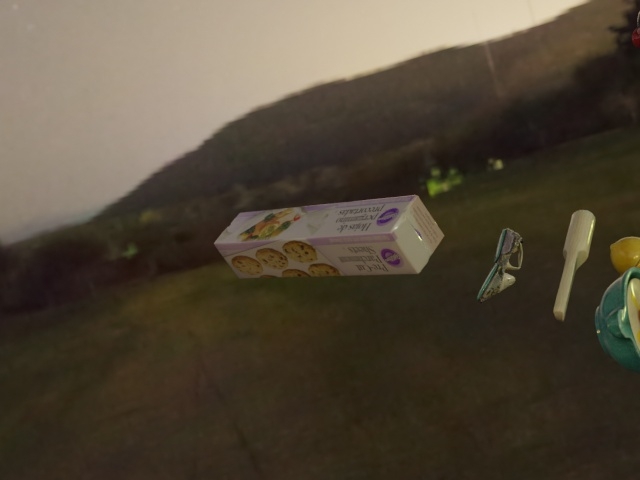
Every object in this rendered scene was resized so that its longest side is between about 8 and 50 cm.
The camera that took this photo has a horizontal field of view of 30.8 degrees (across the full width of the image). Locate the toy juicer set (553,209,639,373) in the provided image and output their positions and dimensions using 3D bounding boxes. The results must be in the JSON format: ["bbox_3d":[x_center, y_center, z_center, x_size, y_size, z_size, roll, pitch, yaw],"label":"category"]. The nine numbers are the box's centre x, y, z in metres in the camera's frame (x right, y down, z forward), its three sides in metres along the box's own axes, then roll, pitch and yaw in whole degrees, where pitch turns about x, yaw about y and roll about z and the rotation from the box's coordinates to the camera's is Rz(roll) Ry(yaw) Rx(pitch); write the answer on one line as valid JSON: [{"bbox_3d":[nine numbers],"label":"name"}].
[{"bbox_3d":[0.383,0.067,1.400,0.090,0.209,0.329,-17,-40,33],"label":"toy juicer set"}]

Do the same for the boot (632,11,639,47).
[{"bbox_3d":[0.558,-0.323,1.749,0.176,0.088,0.244,-35,22,24],"label":"boot"}]

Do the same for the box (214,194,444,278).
[{"bbox_3d":[0.000,0.000,1.368,0.324,0.067,0.063,-3,42,48],"label":"box"}]

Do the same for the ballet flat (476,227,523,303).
[{"bbox_3d":[0.238,0.037,1.509,0.041,0.041,0.114,-11,47,51],"label":"ballet flat"}]
